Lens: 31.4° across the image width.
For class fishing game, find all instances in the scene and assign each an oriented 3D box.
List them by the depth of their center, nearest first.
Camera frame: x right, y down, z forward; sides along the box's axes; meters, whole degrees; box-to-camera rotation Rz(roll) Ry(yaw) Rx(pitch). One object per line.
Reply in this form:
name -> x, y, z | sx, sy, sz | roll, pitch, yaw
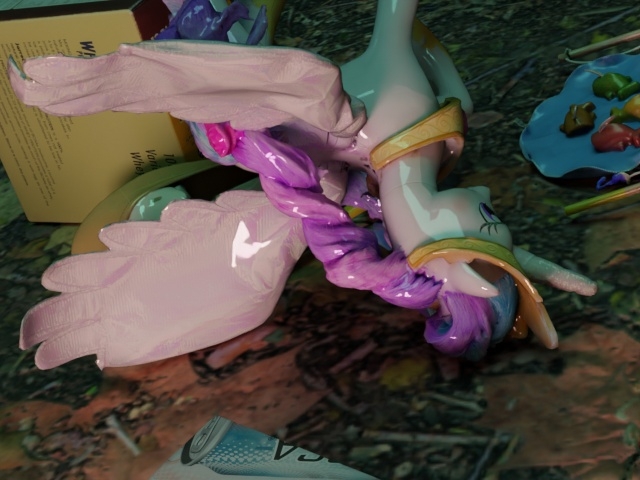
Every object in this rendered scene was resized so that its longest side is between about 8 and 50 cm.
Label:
fishing game -> 0.240, -0.114, 0.891 | 0.189, 0.041, 0.264 | -16, 30, 25

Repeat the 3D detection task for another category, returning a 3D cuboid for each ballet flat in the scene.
ballet flat -> -0.086, -0.031, 0.897 | 0.232, 0.080, 0.073 | -26, 10, -15

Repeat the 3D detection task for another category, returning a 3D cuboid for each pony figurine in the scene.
pony figurine -> -0.022, -0.079, 0.749 | 0.351, 0.303, 0.363 | -2, 55, -14

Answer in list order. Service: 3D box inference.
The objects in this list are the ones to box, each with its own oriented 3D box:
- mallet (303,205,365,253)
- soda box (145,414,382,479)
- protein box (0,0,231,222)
mallet -> 0.000, 0.000, 0.862 | 0.189, 0.039, 0.062 | -39, 39, -24
soda box -> -0.004, 0.152, 0.583 | 0.183, 0.058, 0.063 | 13, 42, 40
protein box -> -0.178, -0.132, 0.999 | 0.201, 0.200, 0.136 | 1, 35, 29
